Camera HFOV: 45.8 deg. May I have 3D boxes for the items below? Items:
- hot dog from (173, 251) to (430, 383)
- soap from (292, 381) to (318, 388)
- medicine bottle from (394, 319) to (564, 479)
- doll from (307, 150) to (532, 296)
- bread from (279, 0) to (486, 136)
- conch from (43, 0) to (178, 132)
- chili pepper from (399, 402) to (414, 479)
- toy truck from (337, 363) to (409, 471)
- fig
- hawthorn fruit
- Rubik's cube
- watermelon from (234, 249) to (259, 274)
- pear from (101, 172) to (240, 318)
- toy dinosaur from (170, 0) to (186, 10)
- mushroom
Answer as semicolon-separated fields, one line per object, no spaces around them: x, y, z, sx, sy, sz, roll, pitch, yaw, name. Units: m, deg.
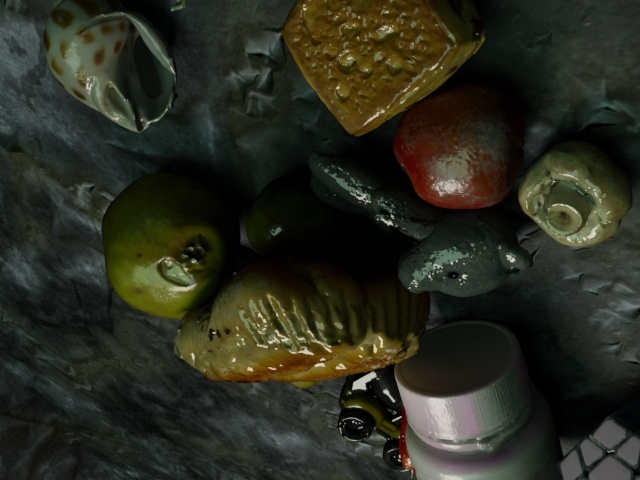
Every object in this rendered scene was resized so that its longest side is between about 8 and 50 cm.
-0.015;0.126;1.231;0.367;0.196;0.365;2;167;-24;hot dog
-0.065;0.276;1.666;0.140;0.045;0.089;40;146;-4;soap
0.268;0.324;1.289;0.256;0.256;0.325;0;122;38;medicine bottle
0.123;-0.011;1.115;0.340;0.158;0.246;21;173;2;doll
0.072;-0.263;0.936;0.235;0.099;0.210;-37;86;43;bread
-0.341;-0.306;1.197;0.275;0.183;0.149;64;177;-21;conch
0.173;0.347;1.414;0.050;0.059;0.268;5;96;23;chili pepper
0.149;0.332;1.498;0.224;0.147;0.165;38;120;-6;toy truck
0.000;0.000;1.258;0.259;0.151;0.151;33;142;-1;fig
0.177;-0.122;0.976;0.173;0.173;0.173;21;139;19;hawthorn fruit
0.523;0.394;1.158;0.319;0.319;0.264;12;110;28;Rubik's cube
-0.189;0.073;1.549;0.119;0.063;0.245;36;141;-30;watermelon
-0.278;0.008;1.394;0.269;0.269;0.321;50;155;-16;pear
-0.208;-0.391;1.097;0.187;0.044;0.106;1;114;38;toy dinosaur
0.325;-0.057;0.970;0.148;0.112;0.148;18;129;23;mushroom
